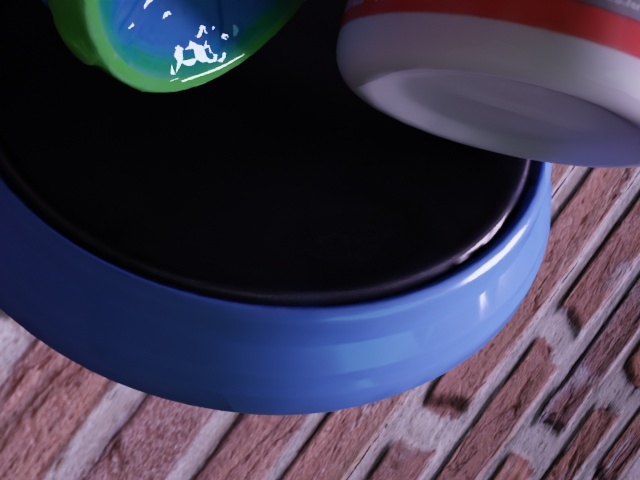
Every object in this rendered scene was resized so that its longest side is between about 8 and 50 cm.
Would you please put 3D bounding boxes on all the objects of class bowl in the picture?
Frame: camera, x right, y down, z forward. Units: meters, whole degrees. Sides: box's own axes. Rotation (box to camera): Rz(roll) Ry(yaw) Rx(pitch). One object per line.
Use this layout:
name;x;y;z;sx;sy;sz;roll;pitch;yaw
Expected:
bowl;-0.044;-0.069;1.172;0.391;0.391;0.077;-34;152;-37

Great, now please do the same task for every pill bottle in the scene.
pill bottle;0.146;-0.240;1.073;0.210;0.210;0.363;34;68;-65

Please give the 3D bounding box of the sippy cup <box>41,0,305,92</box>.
sippy cup;-0.122;-0.233;1.036;0.240;0.224;0.305;-48;154;-17
